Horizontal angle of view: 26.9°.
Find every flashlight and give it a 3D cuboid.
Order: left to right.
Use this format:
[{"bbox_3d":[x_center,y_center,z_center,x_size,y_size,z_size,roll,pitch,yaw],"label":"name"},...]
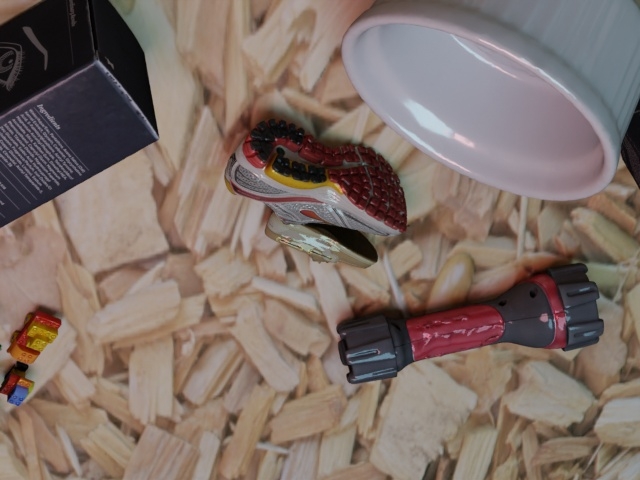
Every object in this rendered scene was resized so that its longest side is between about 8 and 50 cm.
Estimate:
[{"bbox_3d":[0.175,0.105,1.580,0.304,0.103,0.103,-12,132,-5],"label":"flashlight"}]

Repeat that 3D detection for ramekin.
[{"bbox_3d":[0.171,-0.168,1.242,0.277,0.277,0.135,43,69,-37],"label":"ramekin"}]

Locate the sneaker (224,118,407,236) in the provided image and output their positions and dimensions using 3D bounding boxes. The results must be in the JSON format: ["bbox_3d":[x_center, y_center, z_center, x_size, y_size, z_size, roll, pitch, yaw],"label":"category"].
[{"bbox_3d":[-0.001,-0.058,1.427,0.225,0.088,0.093,23,142,-29],"label":"sneaker"}]

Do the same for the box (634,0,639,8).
[{"bbox_3d":[0.372,-0.320,1.256,0.311,0.121,0.148,-42,126,21],"label":"box"}]

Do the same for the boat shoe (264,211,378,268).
[{"bbox_3d":[0.000,0.000,1.488,0.135,0.050,0.045,27,123,-19],"label":"boat shoe"}]

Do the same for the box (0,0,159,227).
[{"bbox_3d":[-0.268,-0.124,1.246,0.207,0.153,0.108,-27,131,10],"label":"box"}]

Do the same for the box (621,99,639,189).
[{"bbox_3d":[0.412,-0.100,1.427,0.156,0.158,0.093,-21,131,5],"label":"box"}]

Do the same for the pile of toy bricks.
[{"bbox_3d":[-0.379,0.170,1.499,0.118,0.105,0.212,24,120,-29],"label":"pile of toy bricks"}]
